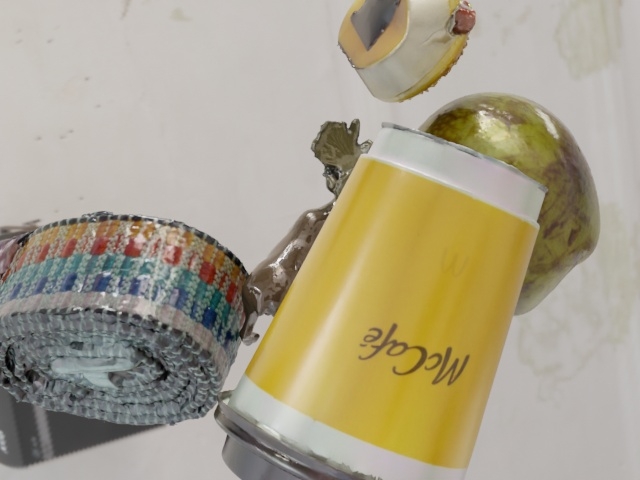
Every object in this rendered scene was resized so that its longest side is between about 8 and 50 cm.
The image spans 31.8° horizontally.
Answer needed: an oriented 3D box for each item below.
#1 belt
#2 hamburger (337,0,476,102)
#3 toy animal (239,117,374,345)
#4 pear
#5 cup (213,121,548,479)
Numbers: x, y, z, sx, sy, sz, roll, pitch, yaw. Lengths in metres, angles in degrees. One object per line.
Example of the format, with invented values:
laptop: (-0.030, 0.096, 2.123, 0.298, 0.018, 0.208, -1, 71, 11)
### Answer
belt: (-0.211, 0.075, 1.149, 0.207, 0.295, 0.160, 51, -137, -38)
hamburger: (0.106, -0.253, 1.349, 0.116, 0.210, 0.173, 24, -71, -25)
toy animal: (0.000, 0.000, 1.095, 0.214, 0.094, 0.186, -49, -32, -39)
pear: (0.219, -0.046, 1.410, 0.284, 0.284, 0.283, 0, -89, -33)
cup: (0.052, 0.067, 0.810, 0.196, 0.196, 0.279, 22, -88, -31)
